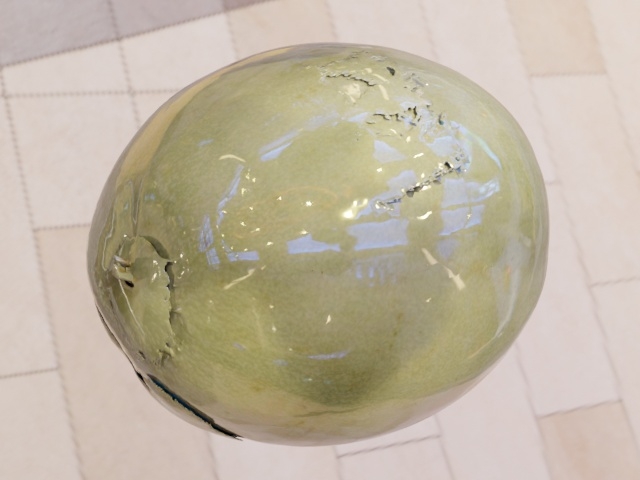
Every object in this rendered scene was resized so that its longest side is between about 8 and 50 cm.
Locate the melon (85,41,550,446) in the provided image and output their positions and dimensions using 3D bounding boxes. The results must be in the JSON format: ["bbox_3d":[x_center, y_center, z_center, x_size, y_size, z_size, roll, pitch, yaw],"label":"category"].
[{"bbox_3d":[0.000,0.000,0.940,0.330,0.268,0.269,-10,77,-37],"label":"melon"}]
